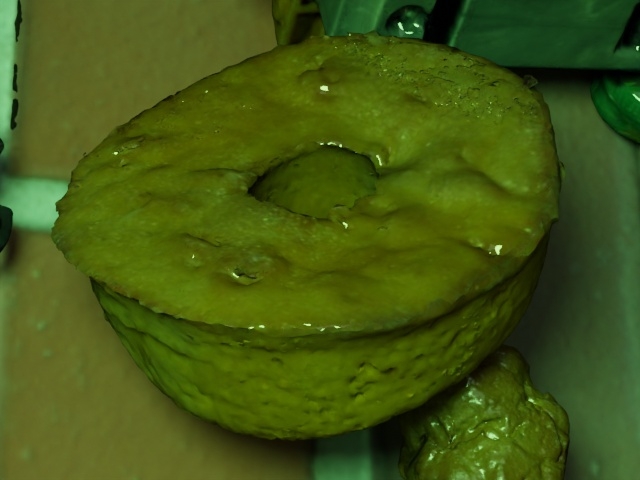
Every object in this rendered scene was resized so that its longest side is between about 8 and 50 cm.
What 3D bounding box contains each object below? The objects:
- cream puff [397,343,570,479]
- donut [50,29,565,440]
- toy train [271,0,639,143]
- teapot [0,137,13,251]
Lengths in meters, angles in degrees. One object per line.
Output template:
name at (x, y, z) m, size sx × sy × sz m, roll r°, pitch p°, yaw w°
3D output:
cream puff at (0.083, 0.117, 1.076) m, size 0.094 × 0.122 × 0.116 m, roll 22°, pitch 15°, yaw -8°
donut at (0.002, -0.001, 1.067) m, size 0.277 × 0.108 × 0.277 m, roll -7°, pitch 35°, yaw 5°
toy train at (0.144, -0.206, 1.242) m, size 0.429 × 0.178 × 0.249 m, roll 0°, pitch 52°, yaw -16°
teapot at (-0.230, -0.059, 1.102) m, size 0.096 × 0.087 × 0.177 m, roll -21°, pitch 69°, yaw -50°
